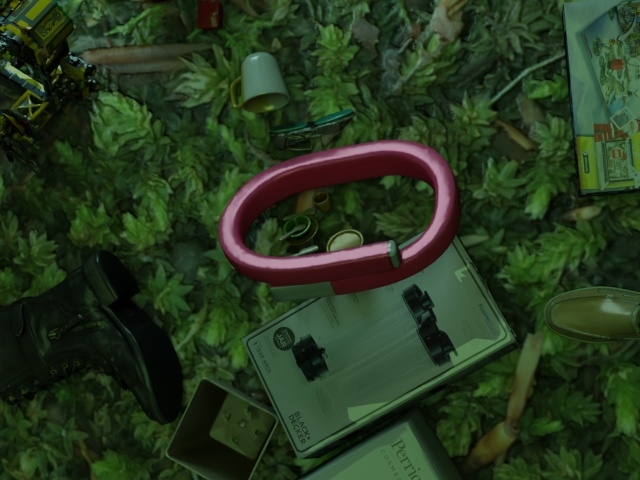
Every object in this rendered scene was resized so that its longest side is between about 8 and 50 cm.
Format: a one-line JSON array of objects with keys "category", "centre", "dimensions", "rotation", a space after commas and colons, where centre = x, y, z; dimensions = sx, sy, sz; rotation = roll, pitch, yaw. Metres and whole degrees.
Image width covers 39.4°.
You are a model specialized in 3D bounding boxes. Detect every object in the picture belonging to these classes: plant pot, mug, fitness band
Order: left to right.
[{"category": "plant pot", "centre": [-0.109, 0.237, 1.113], "dimensions": [0.109, 0.096, 0.109], "rotation": [26, 93, 12]}, {"category": "mug", "centre": [-0.082, -0.203, 1.145], "dimensions": [0.078, 0.062, 0.064], "rotation": [-12, 78, 4]}, {"category": "fitness band", "centre": [0.020, -0.030, 1.059], "dimensions": [0.291, 0.054, 0.209], "rotation": [-9, 46, 15]}]

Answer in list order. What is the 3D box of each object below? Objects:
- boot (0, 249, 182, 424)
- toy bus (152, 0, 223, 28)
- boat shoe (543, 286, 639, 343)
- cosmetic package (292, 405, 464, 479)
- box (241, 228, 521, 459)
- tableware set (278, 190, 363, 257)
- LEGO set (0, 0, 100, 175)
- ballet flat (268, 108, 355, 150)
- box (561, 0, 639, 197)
[{"category": "boot", "centre": [-0.321, 0.159, 1.173], "dimensions": [0.229, 0.091, 0.262], "rotation": [-31, 78, 14]}, {"category": "toy bus", "centre": [-0.188, -0.381, 1.148], "dimensions": [0.191, 0.104, 0.202], "rotation": [32, 94, 11]}, {"category": "boat shoe", "centre": [0.358, 0.088, 1.039], "dimensions": [0.190, 0.072, 0.068], "rotation": [-1, 88, 11]}, {"category": "cosmetic package", "centre": [0.004, 0.387, 1.055], "dimensions": [0.385, 0.156, 0.217], "rotation": [-35, 80, 9]}, {"category": "box", "centre": [0.073, 0.122, 1.071], "dimensions": [0.290, 0.087, 0.169], "rotation": [-32, 70, 8]}, {"category": "tableware set", "centre": [0.000, 0.000, 1.092], "dimensions": [0.104, 0.024, 0.154], "rotation": [-18, 44, 11]}, {"category": "LEGO set", "centre": [-0.470, -0.230, 1.119], "dimensions": [0.331, 0.255, 0.192], "rotation": [34, 67, -1]}, {"category": "ballet flat", "centre": [-0.007, -0.138, 1.142], "dimensions": [0.114, 0.041, 0.041], "rotation": [-12, 86, 11]}, {"category": "box", "centre": [0.378, -0.174, 1.060], "dimensions": [0.159, 0.044, 0.233], "rotation": [-4, 87, 11]}]
